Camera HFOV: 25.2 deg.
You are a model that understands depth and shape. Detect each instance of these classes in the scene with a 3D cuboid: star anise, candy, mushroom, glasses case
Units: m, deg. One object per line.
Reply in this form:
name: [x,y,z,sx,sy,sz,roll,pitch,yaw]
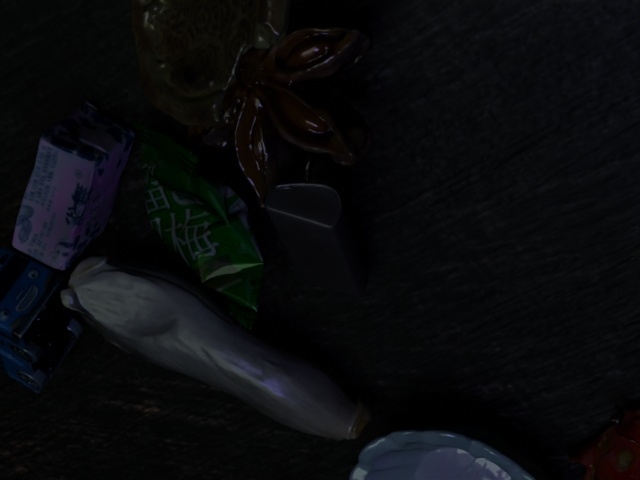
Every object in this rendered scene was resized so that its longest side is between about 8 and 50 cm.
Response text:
star anise: [-0.030,-0.134,1.339,0.220,0.099,0.214,25,125,34]
candy: [-0.119,-0.021,1.446,0.141,0.078,0.203,14,133,46]
candy: [-0.256,-0.055,1.493,0.073,0.092,0.160,30,129,6]
mushroom: [-0.106,0.117,1.523,0.351,0.097,0.109,29,164,1]
glasses case: [0.000,0.001,1.381,0.072,0.042,0.190,8,159,13]

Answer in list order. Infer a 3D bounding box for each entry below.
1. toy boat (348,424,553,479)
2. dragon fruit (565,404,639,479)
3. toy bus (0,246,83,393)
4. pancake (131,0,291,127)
toy boat: [0.174,0.282,1.506,0.290,0.100,0.199,37,127,0]
dragon fruit: [0.369,0.247,1.383,0.274,0.126,0.161,18,125,12]
toy bus: [-0.329,0.087,1.569,0.106,0.090,0.184,30,156,9]
pancake: [-0.108,-0.217,1.310,0.212,0.029,0.235,52,127,31]
